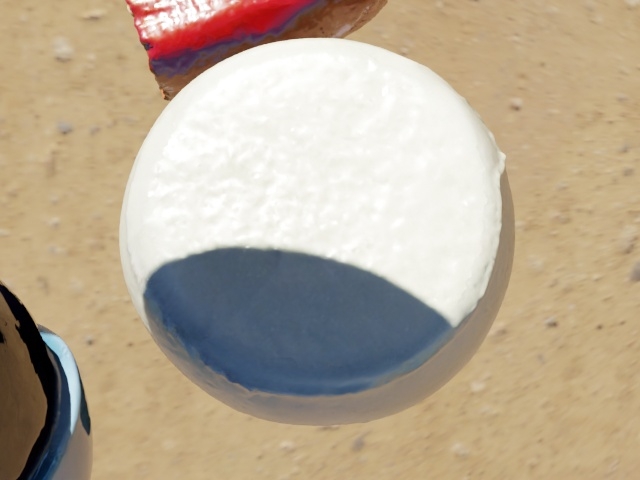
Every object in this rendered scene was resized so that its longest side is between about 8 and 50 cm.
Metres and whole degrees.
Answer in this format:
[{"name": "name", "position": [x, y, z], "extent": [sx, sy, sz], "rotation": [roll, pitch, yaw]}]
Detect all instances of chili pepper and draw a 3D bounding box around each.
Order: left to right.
[{"name": "chili pepper", "position": [-0.008, -0.239, 1.632], "extent": [0.338, 0.134, 0.131], "rotation": [-24, 47, -3]}]

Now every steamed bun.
[{"name": "steamed bun", "position": [0.000, 0.000, 1.285], "extent": [0.283, 0.177, 0.283], "rotation": [-1, 76, 5]}]

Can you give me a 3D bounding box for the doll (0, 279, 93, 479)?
[{"name": "doll", "position": [-0.195, 0.071, 0.806], "extent": [0.141, 0.177, 0.314], "rotation": [7, 137, 27]}]
